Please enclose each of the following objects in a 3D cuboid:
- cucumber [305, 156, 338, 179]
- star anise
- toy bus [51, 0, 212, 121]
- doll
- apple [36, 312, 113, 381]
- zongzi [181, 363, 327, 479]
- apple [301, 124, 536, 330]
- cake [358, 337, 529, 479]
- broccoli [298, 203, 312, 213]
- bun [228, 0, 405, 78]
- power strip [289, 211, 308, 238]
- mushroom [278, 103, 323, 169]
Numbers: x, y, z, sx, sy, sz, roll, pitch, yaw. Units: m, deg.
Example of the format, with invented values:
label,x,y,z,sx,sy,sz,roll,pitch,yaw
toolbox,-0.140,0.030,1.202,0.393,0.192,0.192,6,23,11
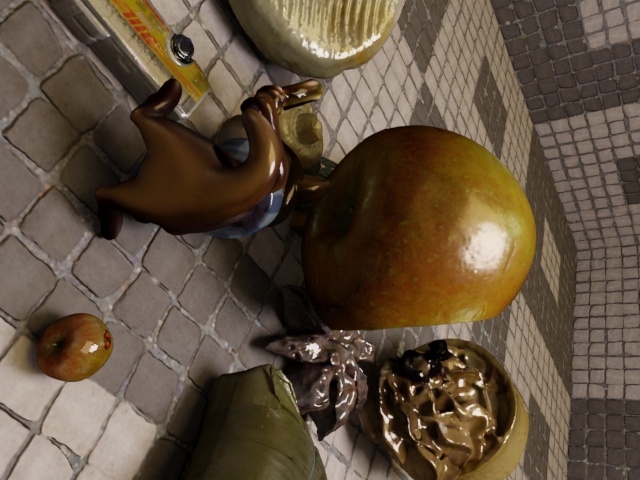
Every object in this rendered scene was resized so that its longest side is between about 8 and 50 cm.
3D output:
label,x,y,z,sx,sy,sz,roll,pitch,yaw
cucumber,0.016,-0.138,1.218,0.112,0.064,0.064,25,63,-52
star anise,0.016,0.211,1.098,0.331,0.117,0.332,13,74,-49
toy bus,-0.267,-0.289,0.807,0.268,0.092,0.106,53,53,-37
doll,-0.136,-0.111,0.836,0.209,0.317,0.339,60,20,8
apple,-0.290,0.128,0.688,0.071,0.083,0.084,56,39,-60
zongzi,-0.081,0.420,0.864,0.323,0.159,0.361,-70,145,-48
apple,0.162,0.004,0.981,0.374,0.384,0.374,27,26,-14
cake,0.252,0.345,1.239,0.321,0.332,0.333,47,47,-43
broccoli,0.002,-0.073,1.161,0.097,0.091,0.095,85,19,-48
bun,-0.021,-0.488,1.086,0.364,0.219,0.366,-3,97,-24
power strip,0.000,0.000,1.177,0.178,0.049,0.028,43,55,-43
mushroom,-0.052,-0.201,1.086,0.148,0.112,0.148,-5,90,-65
